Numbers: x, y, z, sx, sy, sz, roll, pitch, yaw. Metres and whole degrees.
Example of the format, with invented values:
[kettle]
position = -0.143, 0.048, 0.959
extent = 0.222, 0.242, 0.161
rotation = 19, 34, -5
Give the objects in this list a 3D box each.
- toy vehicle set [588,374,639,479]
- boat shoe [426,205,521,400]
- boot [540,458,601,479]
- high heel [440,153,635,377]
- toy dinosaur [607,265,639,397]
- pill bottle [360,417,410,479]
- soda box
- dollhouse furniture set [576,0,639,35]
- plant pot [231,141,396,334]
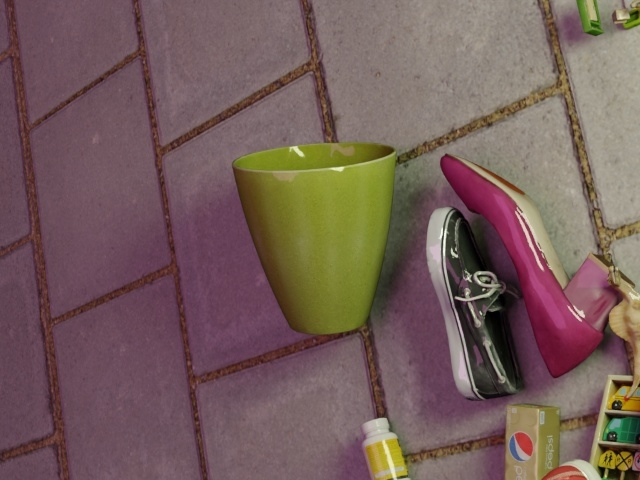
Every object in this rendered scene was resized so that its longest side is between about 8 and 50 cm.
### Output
[toy vehicle set]
position = 0.487, 0.267, 1.549
extent = 0.267, 0.035, 0.166
rotation = -4, 64, 46
[boat shoe]
position = 0.244, 0.092, 1.801
extent = 0.105, 0.113, 0.306
rotation = -14, 80, 38
[boot]
position = 0.341, 0.425, 1.527
extent = 0.244, 0.176, 0.088
rotation = 59, 136, 15
[high heel]
position = 0.277, 0.027, 1.751
extent = 0.377, 0.127, 0.181
rotation = 45, 107, 34
[toy dinosaur]
position = 0.447, 0.119, 1.616
extent = 0.093, 0.053, 0.183
rotation = -12, 89, 27
[pill bottle]
position = 0.105, 0.360, 1.954
extent = 0.065, 0.065, 0.116
rotation = -33, 65, 39
[soda box]
position = 0.316, 0.337, 1.746
extent = 0.061, 0.058, 0.181
rotation = 0, 86, 45
[dollhouse furniture set]
position = 0.441, -0.344, 1.655
extent = 0.152, 0.076, 0.058
rotation = -20, 74, 44
[plant pot]
position = 0.000, 0.000, 1.977
extent = 0.275, 0.275, 0.293
rotation = 10, 109, 46
